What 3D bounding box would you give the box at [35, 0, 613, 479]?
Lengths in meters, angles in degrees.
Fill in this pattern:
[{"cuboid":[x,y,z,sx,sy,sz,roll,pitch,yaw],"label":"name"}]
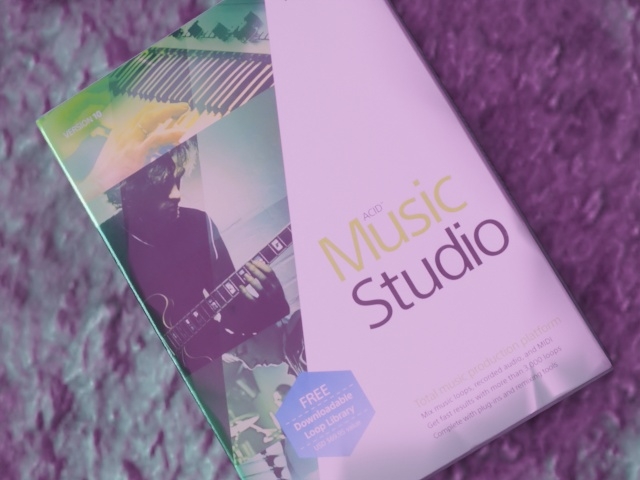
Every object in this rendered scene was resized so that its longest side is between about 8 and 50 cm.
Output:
[{"cuboid":[0.000,0.000,0.974,0.232,0.058,0.322,-32,82,6],"label":"box"}]
